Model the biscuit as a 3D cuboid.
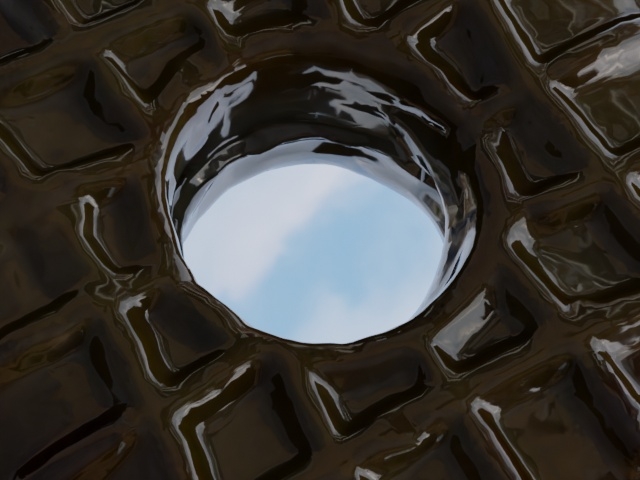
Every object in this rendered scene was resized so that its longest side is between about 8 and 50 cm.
[{"bbox_3d":[0.000,0.000,0.677,0.103,0.332,0.332,97,-7,-65],"label":"biscuit"}]
